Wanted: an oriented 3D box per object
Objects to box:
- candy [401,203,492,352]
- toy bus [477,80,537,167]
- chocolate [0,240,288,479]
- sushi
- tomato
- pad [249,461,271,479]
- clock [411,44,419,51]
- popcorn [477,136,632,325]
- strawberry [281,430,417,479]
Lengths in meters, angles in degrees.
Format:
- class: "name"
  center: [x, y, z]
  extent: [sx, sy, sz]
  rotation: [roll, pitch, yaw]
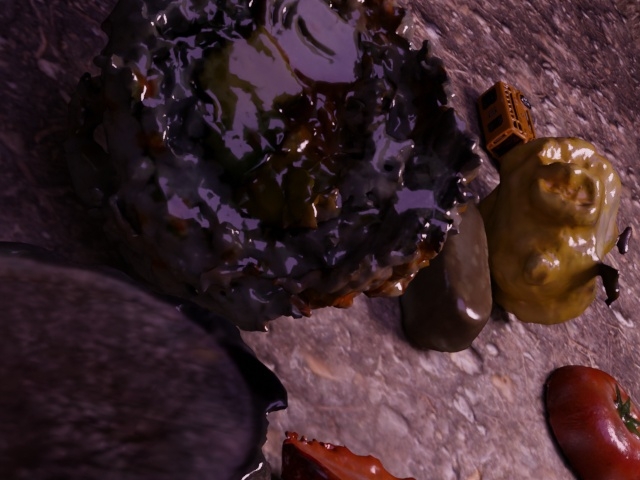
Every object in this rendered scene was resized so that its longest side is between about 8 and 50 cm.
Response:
- class: "candy"
  center: [0.176, 0.044, 1.203]
  extent: [0.102, 0.104, 0.233]
  rotation: [27, 43, -27]
- class: "toy bus"
  center: [0.362, -0.214, 1.650]
  extent: [0.088, 0.083, 0.194]
  rotation: [27, 42, -30]
- class: "chocolate"
  center: [-0.196, 0.161, 0.556]
  extent: [0.303, 0.212, 0.303]
  rotation: [16, 24, -7]
- class: "sushi"
  center: [-0.049, -0.109, 0.856]
  extent: [0.418, 0.176, 0.417]
  rotation: [2, 82, -17]
- class: "tomato"
  center: [0.452, 0.290, 1.349]
  extent: [0.225, 0.085, 0.225]
  rotation: [31, 39, -29]
- class: "pad"
  center: [-0.148, 0.231, 0.712]
  extent: [0.235, 0.003, 0.158]
  rotation: [21, 46, -23]
- class: "clock"
  center: [0.099, -0.219, 1.299]
  extent: [0.199, 0.147, 0.243]
  rotation: [46, 28, -21]
- class: "popcorn"
  center: [0.355, -0.014, 1.364]
  extent: [0.316, 0.281, 0.297]
  rotation: [29, 74, -74]
- class: "strawberry"
  center: [0.043, 0.292, 0.831]
  extent: [0.228, 0.098, 0.174]
  rotation: [33, 16, -19]
